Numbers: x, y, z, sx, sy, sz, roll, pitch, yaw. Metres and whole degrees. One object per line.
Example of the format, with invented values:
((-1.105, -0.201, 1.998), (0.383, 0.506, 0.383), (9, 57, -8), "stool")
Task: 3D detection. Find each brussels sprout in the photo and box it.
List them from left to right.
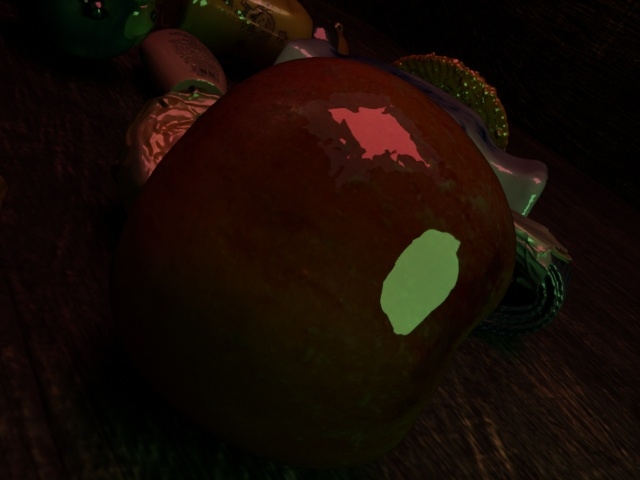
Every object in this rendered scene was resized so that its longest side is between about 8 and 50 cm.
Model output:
((-0.112, -0.048, 0.648), (0.149, 0.122, 0.152), (-24, 73, -38), "brussels sprout")

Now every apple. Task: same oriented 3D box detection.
((0.002, 0.021, 0.453), (0.253, 0.254, 0.253), (25, 22, -11), "apple")

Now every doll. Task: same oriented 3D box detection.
((-0.315, -0.356, 0.959), (0.186, 0.199, 0.322), (-6, 32, -21), "doll")

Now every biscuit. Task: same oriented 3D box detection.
((0.180, -0.182, 1.163), (0.254, 0.254, 0.035), (32, 47, 7), "biscuit")

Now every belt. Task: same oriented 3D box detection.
((0.186, 0.011, 0.855), (0.230, 0.140, 0.126), (32, 23, 14), "belt")

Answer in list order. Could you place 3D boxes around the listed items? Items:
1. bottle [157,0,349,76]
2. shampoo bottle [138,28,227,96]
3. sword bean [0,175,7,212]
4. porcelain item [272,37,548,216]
((-0.105, -0.378, 1.316), (0.351, 0.172, 0.171), (18, 24, -29), "bottle")
((-0.195, -0.245, 1.025), (0.127, 0.078, 0.257), (13, 29, -26), "shampoo bottle")
((-0.251, 0.017, 0.435), (0.043, 0.038, 0.269), (27, 23, -12), "sword bean")
((0.114, -0.137, 1.044), (0.405, 0.179, 0.242), (30, 23, 8), "porcelain item")
